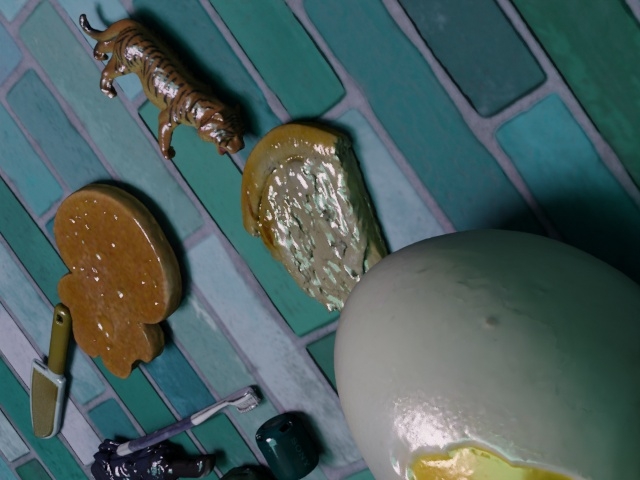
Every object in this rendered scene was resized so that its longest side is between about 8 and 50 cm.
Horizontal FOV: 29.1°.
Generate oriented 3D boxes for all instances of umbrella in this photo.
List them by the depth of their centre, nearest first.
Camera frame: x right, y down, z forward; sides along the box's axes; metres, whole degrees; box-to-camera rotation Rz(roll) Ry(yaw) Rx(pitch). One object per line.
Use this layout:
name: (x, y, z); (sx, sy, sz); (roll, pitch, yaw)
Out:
umbrella: (-0.234, 0.311, 1.691); (0.248, 0.071, 0.071); (-5, 114, 46)

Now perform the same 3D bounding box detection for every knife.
knife: (-0.389, 0.193, 1.777); (0.061, 0.027, 0.343); (34, 138, 14)

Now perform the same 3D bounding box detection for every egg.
egg: (0.164, 0.131, 1.068); (0.345, 0.283, 0.283); (37, 136, 27)

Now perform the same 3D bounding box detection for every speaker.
speaker: (-0.044, 0.248, 1.504); (0.075, 0.060, 0.094); (63, 172, -12)

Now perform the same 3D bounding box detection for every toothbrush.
toothbrush: (-0.175, 0.240, 1.603); (0.288, 0.024, 0.026); (-27, 100, 39)

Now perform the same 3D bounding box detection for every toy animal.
toy animal: (-0.173, -0.171, 1.331); (0.241, 0.057, 0.099); (48, 131, 8)

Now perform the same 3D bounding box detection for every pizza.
pizza: (0.000, 0.000, 1.304); (0.181, 0.034, 0.262); (-13, 108, 44)

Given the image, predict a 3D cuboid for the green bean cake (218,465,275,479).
green bean cake: (-0.057, 0.484, 1.565); (0.300, 0.169, 0.307); (28, 131, 29)

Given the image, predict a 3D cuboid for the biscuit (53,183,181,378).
biscuit: (-0.257, 0.053, 1.557); (0.202, 0.044, 0.288); (30, 135, 24)
